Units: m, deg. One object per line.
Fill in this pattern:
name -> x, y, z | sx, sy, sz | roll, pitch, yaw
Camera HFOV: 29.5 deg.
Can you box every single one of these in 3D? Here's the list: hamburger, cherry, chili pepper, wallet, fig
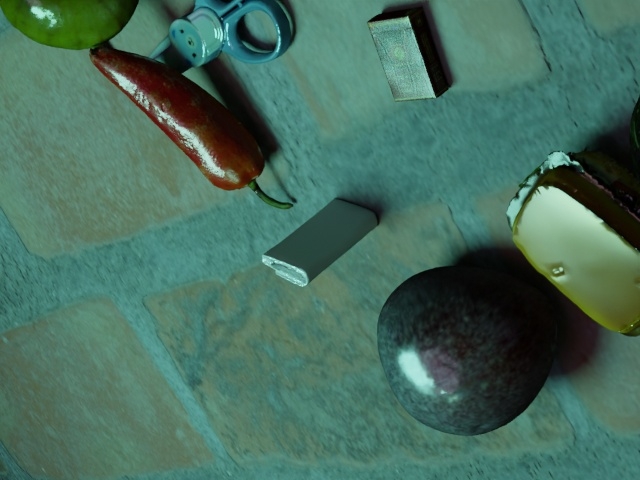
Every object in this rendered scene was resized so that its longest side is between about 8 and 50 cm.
hamburger -> 0.239, -0.002, 1.027 | 0.166, 0.087, 0.137 | 45, 142, 10
cherry -> 0.141, 0.107, 1.169 | 0.176, 0.140, 0.176 | 15, 115, 35
chili pepper -> -0.131, -0.121, 1.291 | 0.272, 0.071, 0.063 | 42, 179, -13
wallet -> 0.000, 0.000, 1.237 | 0.061, 0.122, 0.025 | 26, 135, 28
fig -> -0.258, -0.271, 1.298 | 0.148, 0.186, 0.142 | 34, 98, -9

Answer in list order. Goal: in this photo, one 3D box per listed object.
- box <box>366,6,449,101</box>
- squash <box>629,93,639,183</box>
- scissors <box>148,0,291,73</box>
box -> 0.079, -0.168, 1.104 | 0.052, 0.023, 0.082 | 0, 119, 44
squash -> 0.313, -0.064, 0.854 | 0.193, 0.156, 0.193 | 55, 160, 32
scissors -> -0.130, -0.212, 1.272 | 0.256, 0.030, 0.125 | -23, 100, 49
